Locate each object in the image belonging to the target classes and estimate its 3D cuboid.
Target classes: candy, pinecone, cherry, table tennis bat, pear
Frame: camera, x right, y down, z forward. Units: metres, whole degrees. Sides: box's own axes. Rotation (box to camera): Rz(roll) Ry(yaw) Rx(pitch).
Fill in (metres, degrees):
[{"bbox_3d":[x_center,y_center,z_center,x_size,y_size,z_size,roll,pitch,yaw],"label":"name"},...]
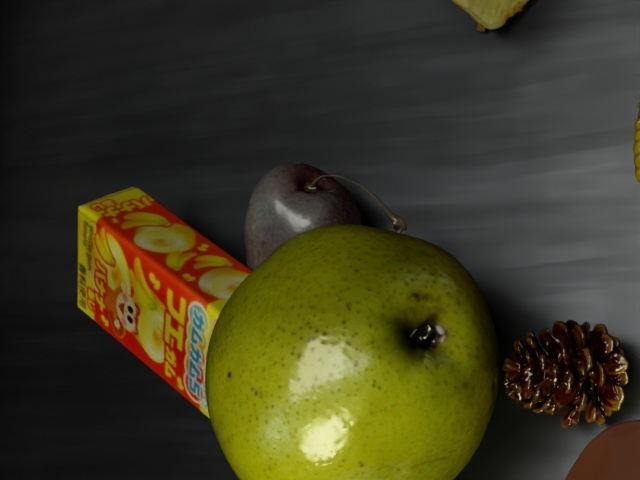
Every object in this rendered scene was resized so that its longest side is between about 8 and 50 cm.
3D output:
[{"bbox_3d":[-0.151,0.068,1.602,0.276,0.088,0.146,35,131,36],"label":"candy"},{"bbox_3d":[0.218,0.120,1.353,0.109,0.102,0.102,1,74,0],"label":"pinecone"},{"bbox_3d":[-0.005,0.005,1.541,0.148,0.115,0.188,-47,58,-2],"label":"cherry"},{"bbox_3d":[0.260,0.290,1.318,0.154,0.021,0.274,21,87,38],"label":"table tennis bat"},{"bbox_3d":[0.029,0.121,1.376,0.294,0.294,0.294,-12,69,33],"label":"pear"}]

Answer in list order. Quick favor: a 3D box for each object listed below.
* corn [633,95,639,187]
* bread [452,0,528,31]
[{"bbox_3d":[0.358,-0.189,1.333,0.131,0.131,0.344,4,77,36],"label":"corn"},{"bbox_3d":[0.140,-0.406,1.503,0.279,0.207,0.279,-49,53,12],"label":"bread"}]
